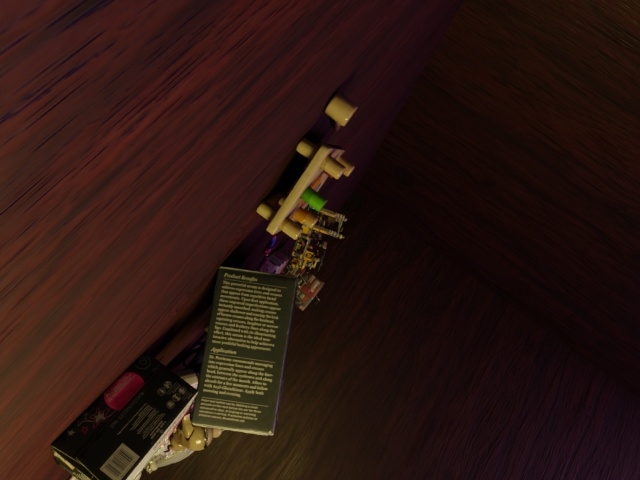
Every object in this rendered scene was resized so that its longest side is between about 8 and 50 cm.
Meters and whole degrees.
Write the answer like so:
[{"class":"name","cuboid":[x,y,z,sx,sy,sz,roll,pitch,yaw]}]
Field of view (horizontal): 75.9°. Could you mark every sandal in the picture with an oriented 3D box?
[{"class":"sandal","cuboid":[-0.455,0.408,1.515,0.097,0.054,0.254,-44,-173,34]}]

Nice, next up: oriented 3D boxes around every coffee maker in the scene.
[{"class":"coffee maker","cuboid":[-0.438,0.470,1.357,0.171,0.120,0.178,-22,168,42]}]

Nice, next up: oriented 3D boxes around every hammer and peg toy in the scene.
[{"class":"hammer and peg toy","cuboid":[0.003,-0.180,1.062,0.361,0.127,0.266,-54,177,15]}]

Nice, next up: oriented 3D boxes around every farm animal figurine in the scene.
[{"class":"farm animal figurine","cuboid":[-0.432,0.623,1.373,0.330,0.172,0.326,-10,174,-29]}]

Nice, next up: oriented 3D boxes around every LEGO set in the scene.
[{"class":"LEGO set","cuboid":[0.000,0.000,1.854,0.255,0.192,0.331,106,3,-69]}]

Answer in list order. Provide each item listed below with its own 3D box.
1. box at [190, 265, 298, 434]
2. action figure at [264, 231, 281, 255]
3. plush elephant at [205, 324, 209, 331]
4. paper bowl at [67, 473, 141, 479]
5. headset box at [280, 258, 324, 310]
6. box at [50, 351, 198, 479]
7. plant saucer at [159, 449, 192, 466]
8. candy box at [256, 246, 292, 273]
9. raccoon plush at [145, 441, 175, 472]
[{"class":"box","cuboid":[-0.193,0.289,1.159,0.293,0.211,0.396,107,-8,-80]},{"class":"action figure","cuboid":[-0.178,0.016,1.502,0.115,0.030,0.038,-53,-177,33]},{"class":"plush elephant","cuboid":[-0.267,0.284,1.434,0.255,0.271,0.330,-4,103,-39]},{"class":"paper bowl","cuboid":[-0.649,0.733,1.210,0.284,0.148,0.284,-54,176,-5]},{"class":"headset box","cuboid":[-0.126,0.213,2.021,0.110,0.293,0.218,-52,178,-29]},{"class":"box","cuboid":[-0.417,0.409,0.903,0.247,0.163,0.142,-51,175,-44]},{"class":"plant saucer","cuboid":[-0.639,0.895,1.872,0.400,0.101,0.400,-25,-168,5]},{"class":"candy box","cuboid":[-0.215,0.127,1.766,0.159,0.071,0.233,-55,178,13]},{"class":"raccoon plush","cuboid":[-0.646,0.805,1.726,0.299,0.216,0.446,-42,171,-38]}]
